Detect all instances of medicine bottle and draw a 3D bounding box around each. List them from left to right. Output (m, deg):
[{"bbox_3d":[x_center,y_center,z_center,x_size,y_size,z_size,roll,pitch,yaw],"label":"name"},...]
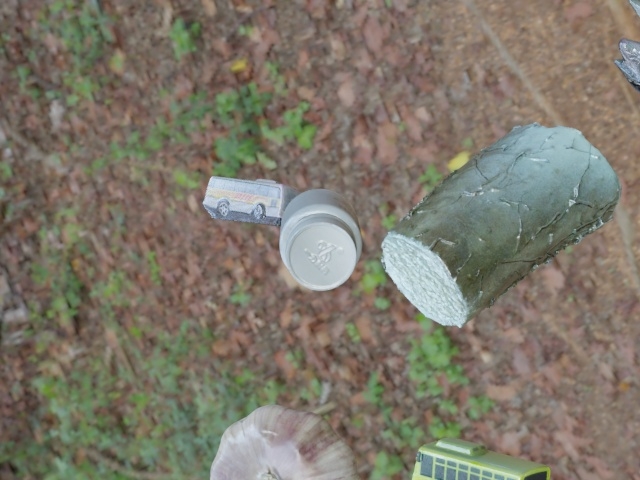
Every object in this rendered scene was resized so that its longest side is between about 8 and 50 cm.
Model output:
[{"bbox_3d":[0.000,0.000,1.057,0.130,0.080,0.080,-92,-15,-76],"label":"medicine bottle"}]

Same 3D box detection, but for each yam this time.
[{"bbox_3d":[0.278,-0.022,1.752,0.241,0.348,0.241,43,154,27],"label":"yam"}]

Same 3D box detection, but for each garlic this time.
[{"bbox_3d":[-0.058,0.372,1.656,0.245,0.245,0.253,62,-176,6],"label":"garlic"}]

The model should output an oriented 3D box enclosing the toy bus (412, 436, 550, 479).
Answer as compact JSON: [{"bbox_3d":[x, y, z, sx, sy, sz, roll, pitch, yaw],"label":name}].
[{"bbox_3d":[0.206,0.320,1.431,0.175,0.088,0.101,8,95,42],"label":"toy bus"}]

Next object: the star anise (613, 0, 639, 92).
[{"bbox_3d":[0.276,-0.104,0.679,0.181,0.204,0.061,-116,29,-48],"label":"star anise"}]

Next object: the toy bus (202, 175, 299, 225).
[{"bbox_3d":[-0.110,-0.063,1.750,0.172,0.057,0.072,8,85,38],"label":"toy bus"}]
